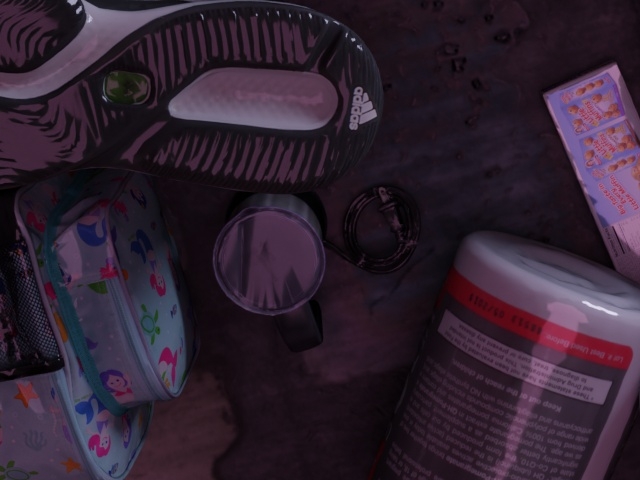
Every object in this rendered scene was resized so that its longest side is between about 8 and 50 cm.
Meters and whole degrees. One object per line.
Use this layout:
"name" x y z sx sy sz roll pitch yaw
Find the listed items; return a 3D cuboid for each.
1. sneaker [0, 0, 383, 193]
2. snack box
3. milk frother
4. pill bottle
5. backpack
"sneaker" -0.197 -0.124 1.201 0.447 0.257 0.169 10 96 -12
"snack box" 0.239 -0.050 1.342 0.064 0.022 0.178 -23 101 7
"milk frother" 0.000 0.000 1.300 0.143 0.135 0.129 -37 100 8
"pill bottle" 0.137 0.167 1.313 0.176 0.176 0.318 20 102 -3
"backpack" -0.197 0.062 1.274 0.191 0.225 0.253 -6 106 7
